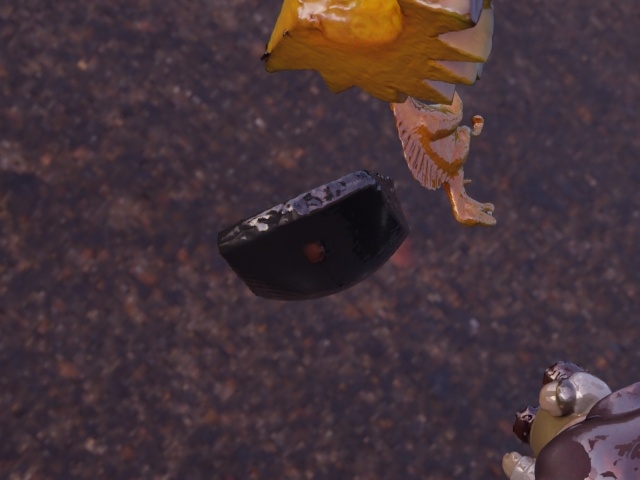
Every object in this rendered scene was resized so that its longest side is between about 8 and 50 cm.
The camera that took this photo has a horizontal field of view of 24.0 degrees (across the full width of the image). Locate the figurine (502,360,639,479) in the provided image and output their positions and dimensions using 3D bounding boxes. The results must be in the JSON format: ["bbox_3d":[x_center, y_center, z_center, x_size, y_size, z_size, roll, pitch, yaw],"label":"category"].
[{"bbox_3d":[0.276,0.228,1.568,0.206,0.218,0.365,40,8,-28],"label":"figurine"}]

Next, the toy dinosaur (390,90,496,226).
[{"bbox_3d":[0.091,-0.100,1.404,0.212,0.057,0.142,20,65,-42],"label":"toy dinosaur"}]

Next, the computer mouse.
[{"bbox_3d":[0.002,0.005,1.440,0.295,0.168,0.087,21,46,-80],"label":"computer mouse"}]

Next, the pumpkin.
[{"bbox_3d":[0.056,-0.184,0.959,0.130,0.254,0.149,14,77,-10],"label":"pumpkin"}]
